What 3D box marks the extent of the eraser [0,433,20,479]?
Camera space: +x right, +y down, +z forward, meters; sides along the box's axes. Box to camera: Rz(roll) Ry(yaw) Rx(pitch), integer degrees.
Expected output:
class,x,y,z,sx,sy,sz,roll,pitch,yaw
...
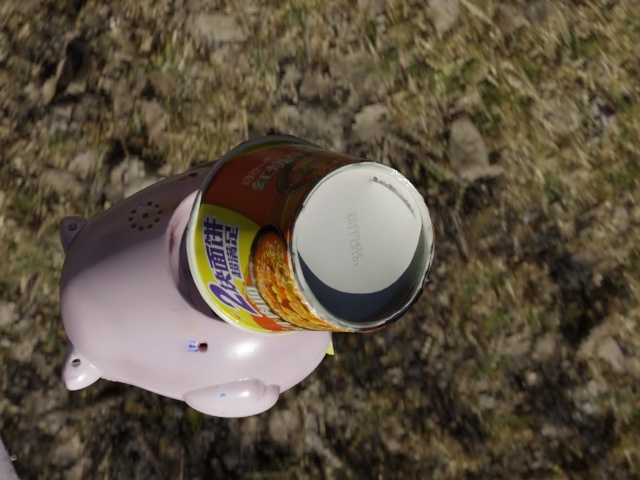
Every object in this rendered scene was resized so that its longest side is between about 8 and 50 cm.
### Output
class,x,y,z,sx,sy,sz,roll,pitch,yaw
eraser,-0.204,0.181,0.923,0.059,0.204,0.243,-21,72,-15

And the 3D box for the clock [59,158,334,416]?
class,x,y,z,sx,sy,sz,roll,pitch,yaw
clock,-0.173,0.061,2.047,0.377,0.368,0.250,-5,158,-1

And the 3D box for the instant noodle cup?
class,x,y,z,sx,sy,sz,roll,pitch,yaw
instant noodle cup,0.000,0.000,1.459,0.213,0.174,0.213,-2,94,-31
